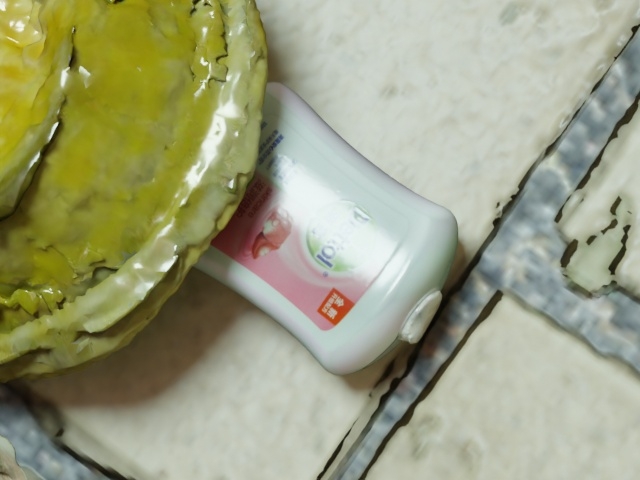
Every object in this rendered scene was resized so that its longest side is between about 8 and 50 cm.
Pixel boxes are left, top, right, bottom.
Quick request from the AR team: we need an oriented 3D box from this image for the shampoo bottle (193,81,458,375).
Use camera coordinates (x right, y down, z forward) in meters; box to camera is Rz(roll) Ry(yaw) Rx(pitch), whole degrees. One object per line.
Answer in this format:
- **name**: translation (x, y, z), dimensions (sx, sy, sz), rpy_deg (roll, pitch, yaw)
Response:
- **shampoo bottle**: translation (0.000, 0.000, 0.654), dimensions (0.099, 0.043, 0.072), rpy_deg (38, 92, 16)

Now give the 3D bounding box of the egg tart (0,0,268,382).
- **egg tart**: translation (-0.106, -0.048, 0.650), dimensions (0.191, 0.074, 0.191), rpy_deg (-12, 67, 30)

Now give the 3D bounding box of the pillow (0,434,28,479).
- **pillow**: translation (-0.182, 0.125, 0.648), dimensions (0.211, 0.034, 0.135), rpy_deg (-7, 103, 20)
